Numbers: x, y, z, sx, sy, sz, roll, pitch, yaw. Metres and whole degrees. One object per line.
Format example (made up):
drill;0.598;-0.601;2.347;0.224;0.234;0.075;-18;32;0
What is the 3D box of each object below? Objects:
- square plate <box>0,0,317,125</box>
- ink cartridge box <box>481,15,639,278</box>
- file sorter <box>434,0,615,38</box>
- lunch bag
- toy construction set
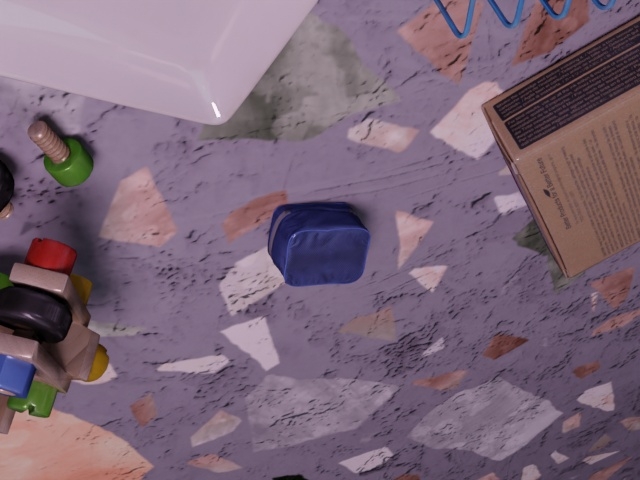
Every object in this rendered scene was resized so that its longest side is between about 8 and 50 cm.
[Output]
square plate;-0.134;-0.225;0.589;0.347;0.049;0.344;10;140;-34
ink cartridge box;0.289;-0.088;0.951;0.193;0.088;0.234;-28;142;10
file sorter;0.166;-0.231;0.706;0.170;0.118;0.104;-13;144;-11
lunch bag;0.000;0.000;0.935;0.098;0.065;0.067;-1;121;-23
toy construction set;-0.262;0.118;0.781;0.258;0.308;0.237;-19;147;9
